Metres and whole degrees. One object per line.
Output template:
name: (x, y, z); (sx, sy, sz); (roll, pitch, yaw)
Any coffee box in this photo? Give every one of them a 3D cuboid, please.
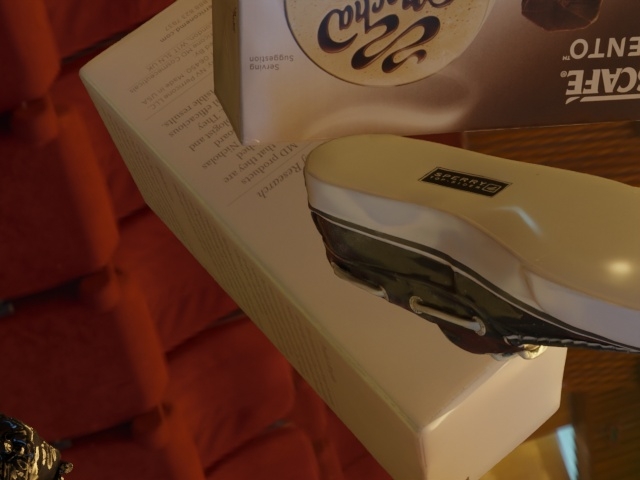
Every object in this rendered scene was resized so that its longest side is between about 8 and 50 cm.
coffee box: (0.089, -0.159, 0.660); (0.119, 0.297, 0.168); (-118, -153, -63)

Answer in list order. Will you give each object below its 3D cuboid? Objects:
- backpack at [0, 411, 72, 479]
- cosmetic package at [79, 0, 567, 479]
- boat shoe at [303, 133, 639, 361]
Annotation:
backpack: (-0.338, 0.264, 1.078); (0.152, 0.115, 0.182); (65, 45, -59)
cosmetic package: (0.000, 0.000, 0.980); (0.453, 0.161, 0.230); (46, -14, 26)
boat shoe: (0.081, 0.011, 0.474); (0.219, 0.078, 0.070); (24, -48, 45)
